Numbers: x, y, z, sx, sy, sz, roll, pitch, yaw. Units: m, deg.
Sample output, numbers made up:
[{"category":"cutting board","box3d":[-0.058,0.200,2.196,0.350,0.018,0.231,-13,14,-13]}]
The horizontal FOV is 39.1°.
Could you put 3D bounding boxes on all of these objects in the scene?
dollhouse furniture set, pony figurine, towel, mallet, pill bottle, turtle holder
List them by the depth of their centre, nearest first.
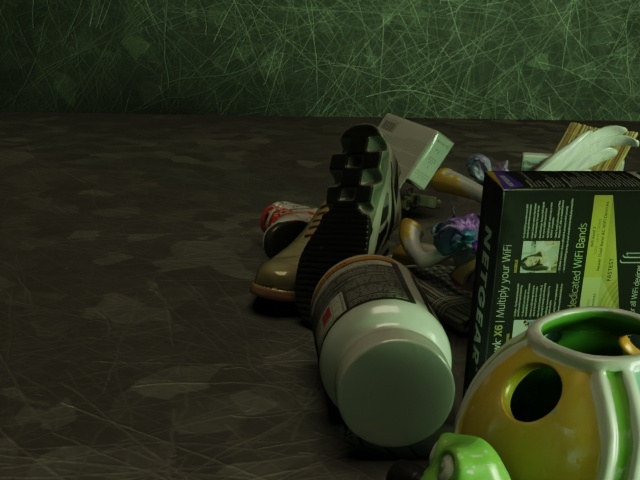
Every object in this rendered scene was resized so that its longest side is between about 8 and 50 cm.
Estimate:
[{"category":"turtle holder","box3d":[0.213,0.189,0.817,0.320,0.227,0.243,-2,18,-13]},{"category":"mallet","box3d":[0.143,0.241,0.979,0.062,0.039,0.189,18,19,34]},{"category":"pill bottle","box3d":[0.073,0.129,1.114,0.162,0.162,0.278,1,16,-4]},{"category":"pony figurine","box3d":[0.302,-0.008,1.370,0.351,0.303,0.363,-36,32,-6]},{"category":"towel","box3d":[0.294,0.066,1.533,0.324,0.056,0.312,-5,18,-23]},{"category":"dollhouse furniture set","box3d":[0.239,-0.128,2.080,0.081,0.114,0.091,13,17,19]}]

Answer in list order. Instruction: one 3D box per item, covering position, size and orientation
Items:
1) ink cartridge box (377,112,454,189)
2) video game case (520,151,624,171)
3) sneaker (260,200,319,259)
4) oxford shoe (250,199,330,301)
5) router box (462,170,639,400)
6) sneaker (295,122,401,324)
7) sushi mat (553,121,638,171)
[{"category":"ink cartridge box","box3d":[0.164,-0.163,2.084,0.060,0.239,0.275,31,4,-26]},{"category":"video game case","box3d":[0.508,-0.090,1.858,0.201,0.183,0.023,4,31,8]},{"category":"sneaker","box3d":[-0.070,-0.015,1.717,0.145,0.090,0.270,10,15,30]},{"category":"oxford shoe","box3d":[0.000,0.000,1.562,0.140,0.146,0.397,12,20,22]},{"category":"router box","box3d":[0.307,0.073,1.071,0.243,0.309,0.081,0,20,-7]},{"category":"sneaker","box3d":[0.066,-0.006,1.433,0.122,0.330,0.146,8,-18,35]},{"category":"sushi mat","box3d":[0.476,-0.089,1.741,0.151,0.316,0.019,21,-14,44]}]
